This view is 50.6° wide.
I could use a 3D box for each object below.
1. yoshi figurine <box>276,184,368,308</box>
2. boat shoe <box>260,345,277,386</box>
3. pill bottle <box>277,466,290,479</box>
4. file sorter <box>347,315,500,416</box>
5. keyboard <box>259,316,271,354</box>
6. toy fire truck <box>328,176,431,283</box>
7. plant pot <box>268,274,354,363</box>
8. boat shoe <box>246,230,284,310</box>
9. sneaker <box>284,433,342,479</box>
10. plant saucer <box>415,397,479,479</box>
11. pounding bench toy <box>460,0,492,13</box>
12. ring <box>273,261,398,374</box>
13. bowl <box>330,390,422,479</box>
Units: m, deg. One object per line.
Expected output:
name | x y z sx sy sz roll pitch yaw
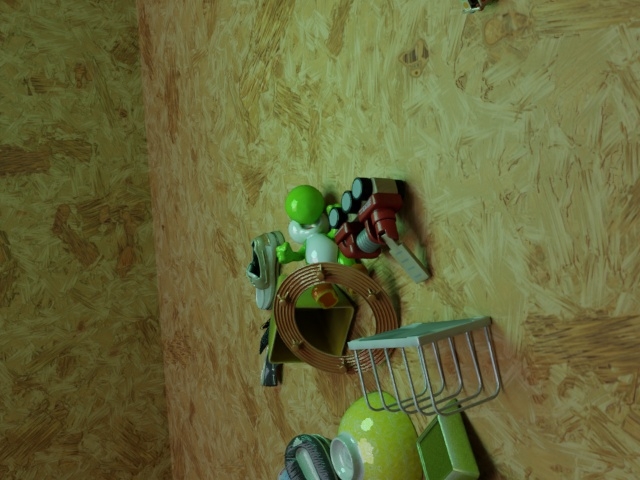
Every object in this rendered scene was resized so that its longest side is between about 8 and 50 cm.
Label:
yoshi figurine | -0.013 -0.011 1.847 0.203 0.203 0.362 -53 48 32
boat shoe | -0.162 0.416 2.360 0.075 0.065 0.206 -67 -11 -76
pill bottle | -0.074 0.813 2.263 0.160 0.087 0.087 -9 90 61
file sorter | 0.226 0.276 1.473 0.277 0.193 0.173 -21 82 61
keyboard | -0.196 0.326 2.355 0.192 0.038 0.100 123 163 -59
toy fire truck | 0.144 -0.002 1.619 0.217 0.158 0.246 130 136 -53
plant pot | -0.046 0.211 1.946 0.187 0.212 0.212 -111 27 -52
boat shoe | -0.198 0.106 2.278 0.113 0.103 0.302 44 134 48
sneaker | 0.072 0.744 1.866 0.169 0.257 0.447 -28 68 17
plant saucer | 0.275 0.487 1.537 0.188 0.045 0.188 112 155 -43
pounding bench toy | 0.303 -0.476 1.279 0.065 0.083 0.052 57 162 -23
ring | 0.033 0.210 1.737 0.336 0.032 0.337 7 116 16
bowl | 0.120 0.555 1.774 0.289 0.156 0.289 24 119 56
